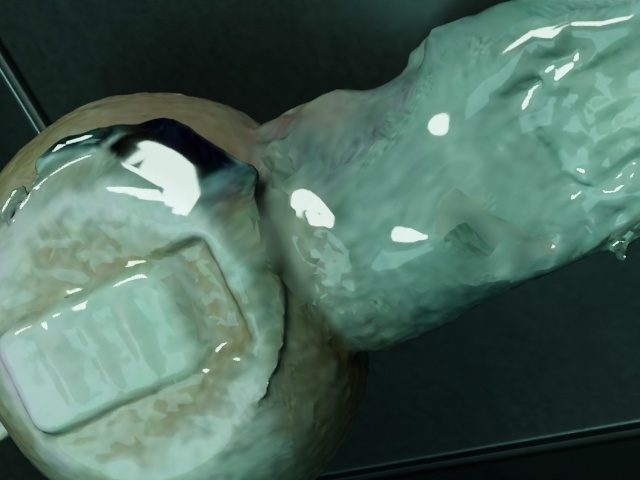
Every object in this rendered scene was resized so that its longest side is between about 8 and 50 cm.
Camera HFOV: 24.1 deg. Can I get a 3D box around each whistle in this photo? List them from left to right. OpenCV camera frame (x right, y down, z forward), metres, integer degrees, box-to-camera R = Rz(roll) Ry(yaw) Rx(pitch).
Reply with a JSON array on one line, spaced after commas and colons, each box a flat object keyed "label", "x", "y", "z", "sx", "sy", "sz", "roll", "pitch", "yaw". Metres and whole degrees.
[{"label": "whistle", "x": 0.000, "y": 0.000, "z": 0.607, "sx": 0.348, "sy": 0.189, "sz": 0.189, "roll": -25, "pitch": 111, "yaw": 11}]
